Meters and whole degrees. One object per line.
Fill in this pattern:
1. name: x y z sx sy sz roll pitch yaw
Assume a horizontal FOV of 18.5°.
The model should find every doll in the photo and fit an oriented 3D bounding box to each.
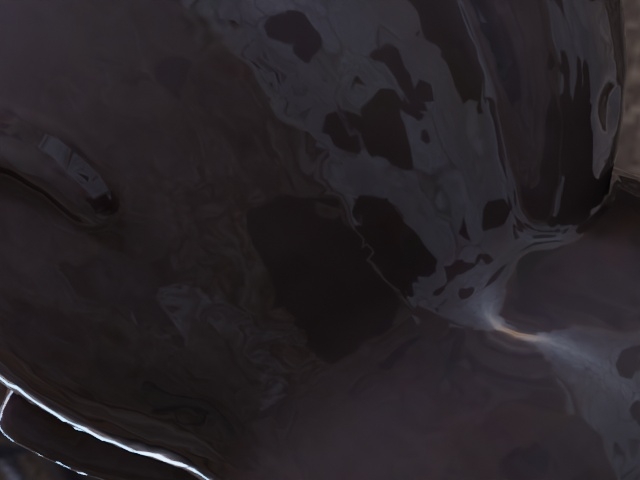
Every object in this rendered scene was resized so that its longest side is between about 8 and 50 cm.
1. doll: -0.002 0.000 0.383 0.182 0.257 0.117 -43 9 35
